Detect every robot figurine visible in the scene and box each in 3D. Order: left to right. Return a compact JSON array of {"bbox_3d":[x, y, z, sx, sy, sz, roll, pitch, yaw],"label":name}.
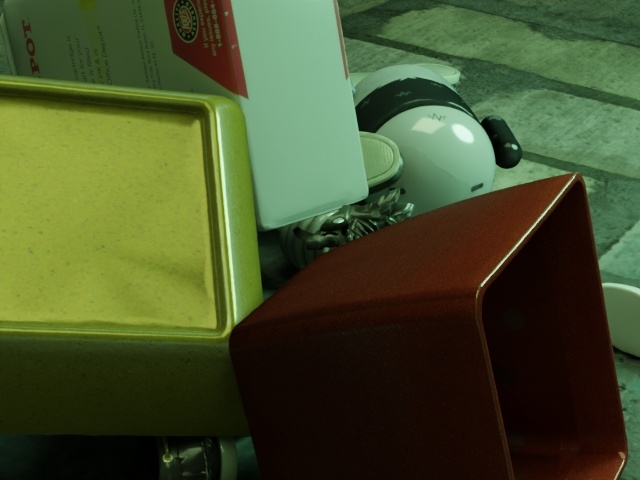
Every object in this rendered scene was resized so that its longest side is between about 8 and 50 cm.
[{"bbox_3d":[0.114,-0.111,1.667,0.173,0.209,0.278,42,12,-25],"label":"robot figurine"}]

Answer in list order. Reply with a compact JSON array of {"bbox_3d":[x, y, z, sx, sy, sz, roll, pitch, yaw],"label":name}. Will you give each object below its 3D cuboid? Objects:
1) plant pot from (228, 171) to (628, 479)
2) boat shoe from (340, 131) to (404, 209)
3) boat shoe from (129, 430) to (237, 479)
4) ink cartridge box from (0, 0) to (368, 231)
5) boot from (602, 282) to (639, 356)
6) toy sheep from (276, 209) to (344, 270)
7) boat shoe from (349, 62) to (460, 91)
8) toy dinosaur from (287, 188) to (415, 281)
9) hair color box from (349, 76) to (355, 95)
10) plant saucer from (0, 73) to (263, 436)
[{"bbox_3d":[0.083,0.119,1.084,0.235,0.267,0.267,-4,19,28],"label":"plant pot"},{"bbox_3d":[0.001,-0.067,1.564,0.233,0.084,0.079,-14,-29,32],"label":"boat shoe"},{"bbox_3d":[-0.143,0.141,1.181,0.068,0.081,0.228,-4,29,-26],"label":"boat shoe"},{"bbox_3d":[-0.154,-0.159,1.453,0.160,0.279,0.384,-20,14,-42],"label":"ink cartridge box"},{"bbox_3d":[0.374,0.091,1.417,0.190,0.069,0.086,26,24,22],"label":"boot"},{"bbox_3d":[0.000,0.000,1.511,0.132,0.091,0.091,9,22,43],"label":"toy sheep"},{"bbox_3d":[0.096,-0.205,1.964,0.254,0.079,0.095,-15,29,-40],"label":"boat shoe"},{"bbox_3d":[0.055,0.078,1.294,0.322,0.164,0.218,17,35,-27],"label":"toy dinosaur"},{"bbox_3d":[-0.078,-0.231,1.830,0.113,0.185,0.374,40,14,-22],"label":"hair color box"},{"bbox_3d":[-0.198,-0.009,1.112,0.332,0.081,0.333,3,61,-19],"label":"plant saucer"}]
